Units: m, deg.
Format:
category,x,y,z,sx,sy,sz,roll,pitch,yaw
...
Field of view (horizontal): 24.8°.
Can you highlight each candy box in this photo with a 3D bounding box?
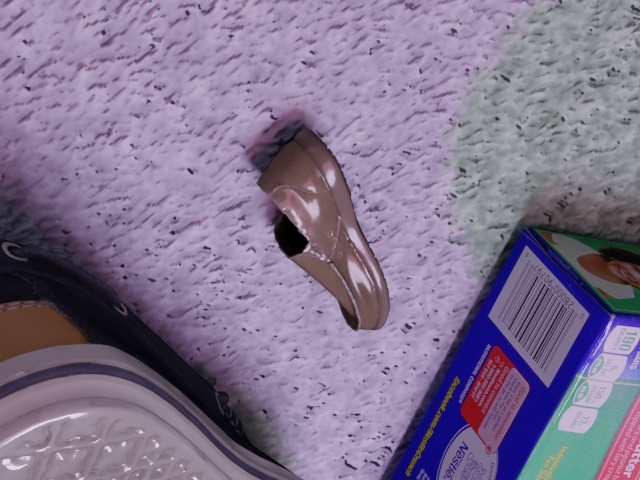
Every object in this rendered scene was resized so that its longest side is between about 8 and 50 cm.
category,x,y,z,sx,sy,sz,roll,pitch,yaw
candy box,0.239,0.143,1.070,0.317,0.122,0.268,6,120,-33

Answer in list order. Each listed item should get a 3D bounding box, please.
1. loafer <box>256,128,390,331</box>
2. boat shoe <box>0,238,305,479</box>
category,x,y,z,sx,sy,sz,roll,pitch,yaw
loafer,0.000,0.000,0.880,0.050,0.056,0.148,-27,123,-7
boat shoe,-0.115,0.151,0.870,0.187,0.156,0.500,-35,148,-4
